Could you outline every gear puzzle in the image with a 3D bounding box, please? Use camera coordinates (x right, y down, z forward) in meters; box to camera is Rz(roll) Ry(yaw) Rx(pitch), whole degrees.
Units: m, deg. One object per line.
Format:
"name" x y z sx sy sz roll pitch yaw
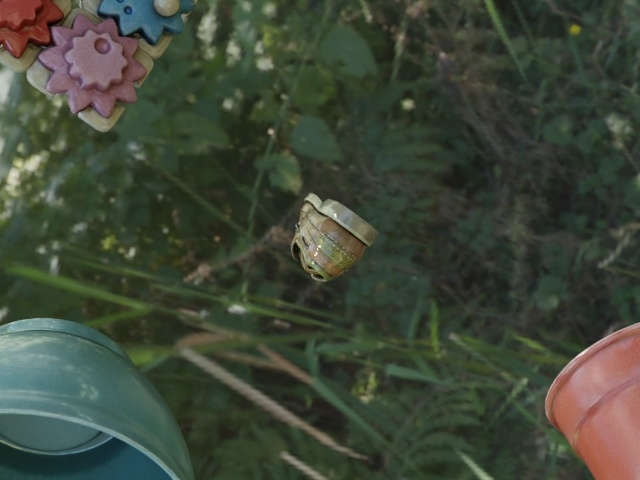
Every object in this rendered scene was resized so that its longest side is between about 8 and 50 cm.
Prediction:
"gear puzzle" -0.258 -0.247 0.927 0.175 0.339 0.044 -61 14 -24

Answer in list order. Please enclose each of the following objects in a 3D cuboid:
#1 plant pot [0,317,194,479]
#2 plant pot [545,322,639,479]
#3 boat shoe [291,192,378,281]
"plant pot" -0.250 0.192 1.044 0.293 0.293 0.196 -57 22 28
"plant pot" 0.472 0.285 1.564 0.272 0.272 0.265 -54 38 33
"boat shoe" 0.000 0.000 1.779 0.104 0.111 0.307 -53 3 -3
